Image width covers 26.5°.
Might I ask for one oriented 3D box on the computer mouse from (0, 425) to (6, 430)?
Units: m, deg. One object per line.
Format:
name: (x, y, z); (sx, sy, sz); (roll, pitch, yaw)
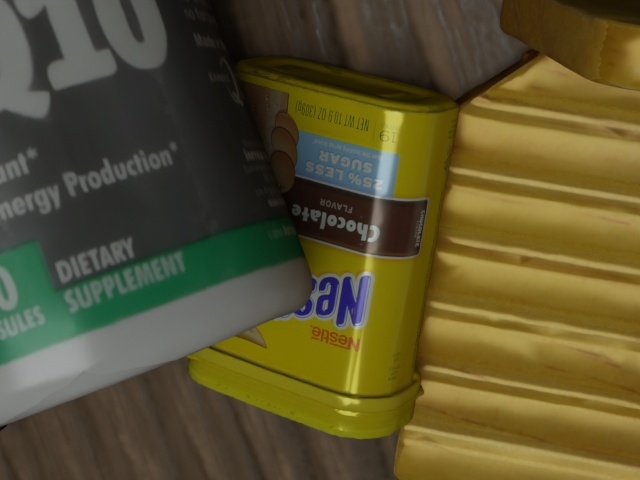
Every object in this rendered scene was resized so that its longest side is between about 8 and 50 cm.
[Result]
computer mouse: (-0.153, 0.034, 0.768); (0.242, 0.041, 0.071); (-41, 113, 12)

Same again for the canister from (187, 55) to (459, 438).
canister: (0.000, 0.000, 0.697); (0.126, 0.073, 0.170); (17, 109, 26)

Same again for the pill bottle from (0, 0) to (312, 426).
pill bottle: (-0.156, -0.104, 0.607); (0.204, 0.204, 0.361); (-22, 88, 16)

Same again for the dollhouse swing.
dollhouse swing: (0.186, 0.097, 0.585); (0.315, 0.305, 0.347); (10, 110, 7)
